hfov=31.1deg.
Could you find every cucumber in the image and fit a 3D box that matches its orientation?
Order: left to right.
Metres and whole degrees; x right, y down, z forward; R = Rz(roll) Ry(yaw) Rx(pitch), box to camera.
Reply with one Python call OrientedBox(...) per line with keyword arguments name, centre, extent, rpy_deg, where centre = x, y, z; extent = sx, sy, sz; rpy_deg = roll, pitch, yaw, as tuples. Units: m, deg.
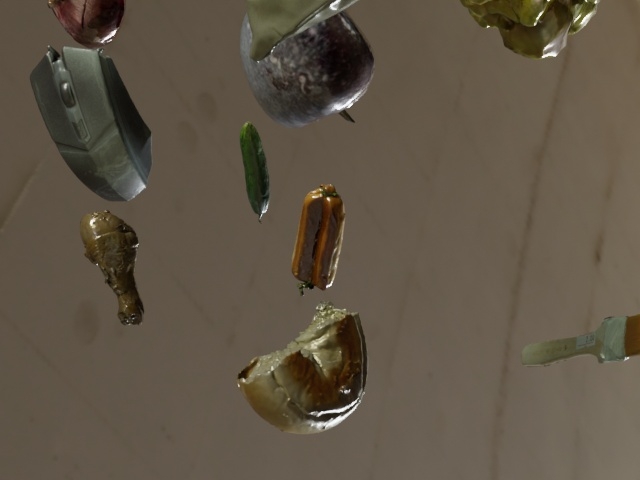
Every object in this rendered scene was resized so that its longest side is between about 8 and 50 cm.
OrientedBox(name="cucumber", centre=(-0.094, -0.102, 1.687), extent=(0.039, 0.039, 0.168), rpy_deg=(-62, -30, -53))

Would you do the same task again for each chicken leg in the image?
OrientedBox(name="chicken leg", centre=(-0.324, 0.044, 1.853), extent=(0.085, 0.069, 0.198), rpy_deg=(-17, -93, -34))

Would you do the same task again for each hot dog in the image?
OrientedBox(name="hot dog", centre=(0.000, 0.000, 1.709), extent=(0.055, 0.072, 0.188), rpy_deg=(-47, -26, -51))

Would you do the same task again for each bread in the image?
OrientedBox(name="bread", centre=(-0.016, 0.262, 2.193), extent=(0.192, 0.171, 0.314), rpy_deg=(57, -138, -9))

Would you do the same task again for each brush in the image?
OrientedBox(name="brush", centre=(0.448, 0.180, 1.970), extent=(0.020, 0.336, 0.085), rpy_deg=(18, -111, -23))

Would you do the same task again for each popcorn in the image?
OrientedBox(name="popcorn", centre=(0.273, -0.355, 1.480), extent=(0.251, 0.205, 0.237), rpy_deg=(-112, -3, -59))

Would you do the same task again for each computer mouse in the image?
OrientedBox(name="computer mouse", centre=(-0.305, -0.152, 1.525), extent=(0.071, 0.126, 0.231), rpy_deg=(-67, -41, -62))

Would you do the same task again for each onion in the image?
OrientedBox(name="onion", centre=(-0.359, -0.413, 1.842), extent=(0.151, 0.098, 0.206), rpy_deg=(-6, -112, -51))

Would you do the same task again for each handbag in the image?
OrientedBox(name="handbag", centre=(-0.003, -0.426, 1.594), extent=(0.109, 0.253, 0.316), rpy_deg=(32, -129, -40))

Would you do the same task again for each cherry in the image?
OrientedBox(name="cherry", centre=(-0.026, -0.329, 2.101), extent=(0.218, 0.255, 0.296), rpy_deg=(-36, -76, -24))
